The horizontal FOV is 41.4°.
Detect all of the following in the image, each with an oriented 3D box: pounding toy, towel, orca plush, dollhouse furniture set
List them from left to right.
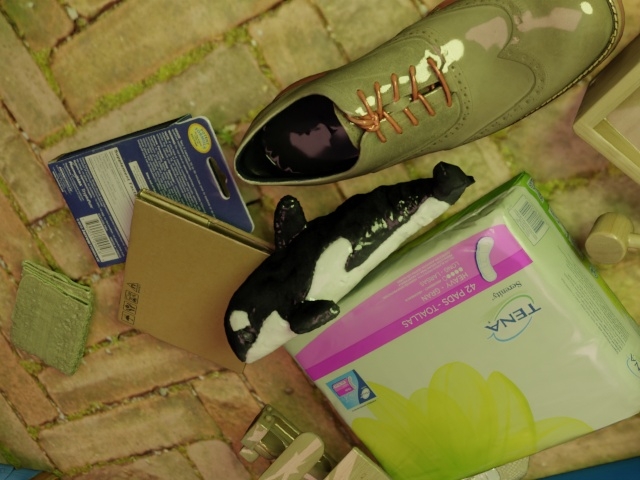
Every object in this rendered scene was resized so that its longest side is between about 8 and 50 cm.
[{"bbox_3d":[-0.343,0.100,1.084,0.110,0.027,0.148,27,123,9],"label":"towel"},{"bbox_3d":[-0.002,0.228,0.930,0.144,0.151,0.123,40,106,2],"label":"dollhouse furniture set"},{"bbox_3d":[0.000,0.000,0.788,0.287,0.151,0.102,-35,104,33],"label":"orca plush"},{"bbox_3d":[0.288,-0.067,0.663,0.181,0.094,0.206,38,134,-3],"label":"pounding toy"}]

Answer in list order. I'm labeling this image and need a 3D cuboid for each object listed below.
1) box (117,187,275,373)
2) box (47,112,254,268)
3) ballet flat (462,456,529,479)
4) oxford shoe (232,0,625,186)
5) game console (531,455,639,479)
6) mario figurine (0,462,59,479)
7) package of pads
[{"bbox_3d":[-0.138,0.052,0.933,0.164,0.021,0.201,23,132,3],"label":"box"},{"bbox_3d":[-0.179,-0.053,0.920,0.225,0.036,0.136,-11,111,30],"label":"box"},{"bbox_3d":[0.146,0.258,0.917,0.168,0.052,0.057,-18,106,31],"label":"ballet flat"},{"bbox_3d":[0.079,-0.114,0.708,0.348,0.130,0.123,-22,104,33],"label":"oxford shoe"},{"bbox_3d":[0.252,0.385,0.840,0.293,0.250,0.173,-25,120,33],"label":"game console"},{"bbox_3d":[-0.557,0.375,1.236,0.321,0.170,0.198,14,86,10],"label":"mario figurine"},{"bbox_3d":[0.138,0.108,0.813,0.296,0.101,0.229,-35,97,35],"label":"package of pads"}]
